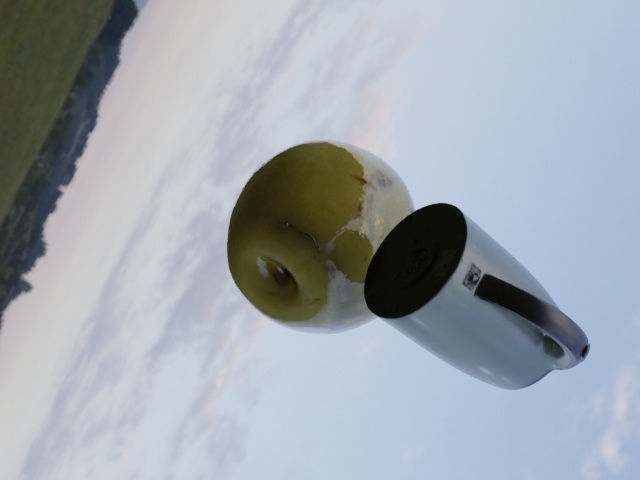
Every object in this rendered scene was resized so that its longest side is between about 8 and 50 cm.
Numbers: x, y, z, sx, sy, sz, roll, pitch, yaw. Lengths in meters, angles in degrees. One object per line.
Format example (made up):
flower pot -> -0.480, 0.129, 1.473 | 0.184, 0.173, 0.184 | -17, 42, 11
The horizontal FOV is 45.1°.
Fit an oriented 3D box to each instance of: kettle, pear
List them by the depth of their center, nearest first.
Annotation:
kettle -> 0.206, 0.085, 0.938 | 0.221, 0.236, 0.161 | 4, -119, 58
pear -> 0.000, 0.000, 1.172 | 0.309, 0.309, 0.309 | -50, -158, 29
